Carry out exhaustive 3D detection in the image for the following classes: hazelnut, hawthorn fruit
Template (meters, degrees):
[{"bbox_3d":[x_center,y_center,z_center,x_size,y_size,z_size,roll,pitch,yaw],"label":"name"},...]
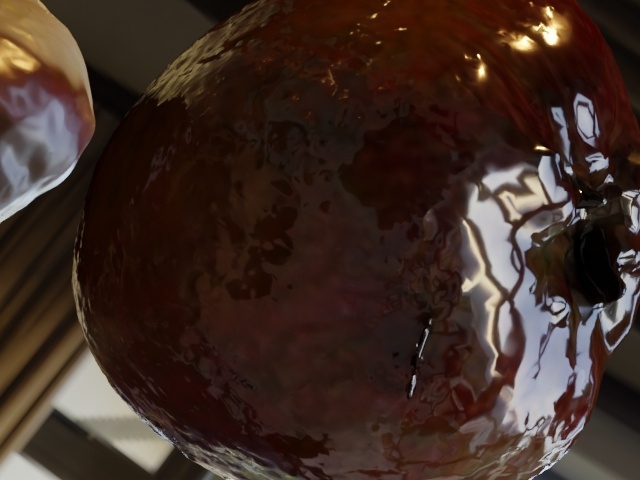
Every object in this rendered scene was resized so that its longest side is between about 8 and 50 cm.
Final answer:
[{"bbox_3d":[-0.276,-0.100,0.993,0.261,0.261,0.241,34,-5,6],"label":"hazelnut"},{"bbox_3d":[0.000,0.000,0.864,0.369,0.284,0.285,-9,-48,48],"label":"hawthorn fruit"}]
